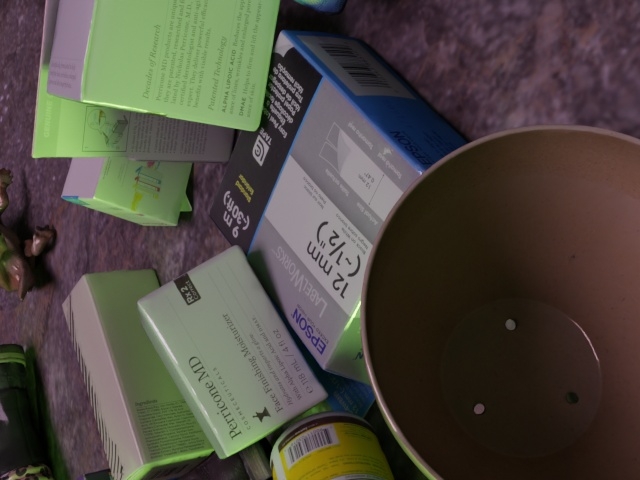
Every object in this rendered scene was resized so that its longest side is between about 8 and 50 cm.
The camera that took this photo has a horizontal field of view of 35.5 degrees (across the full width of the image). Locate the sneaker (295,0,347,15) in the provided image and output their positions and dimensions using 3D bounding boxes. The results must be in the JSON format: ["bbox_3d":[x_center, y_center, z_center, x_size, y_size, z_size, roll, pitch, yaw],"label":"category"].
[{"bbox_3d":[0.079,-0.339,0.914,0.330,0.147,0.130,-40,35,25],"label":"sneaker"}]

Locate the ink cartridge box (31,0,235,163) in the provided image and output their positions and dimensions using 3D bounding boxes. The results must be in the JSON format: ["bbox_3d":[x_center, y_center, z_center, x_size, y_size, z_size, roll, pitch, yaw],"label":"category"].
[{"bbox_3d":[-0.202,-0.239,1.132,0.066,0.261,0.296,27,112,47],"label":"ink cartridge box"}]

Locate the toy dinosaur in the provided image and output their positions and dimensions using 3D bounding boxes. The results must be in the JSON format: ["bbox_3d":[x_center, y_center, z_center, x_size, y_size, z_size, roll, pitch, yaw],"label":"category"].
[{"bbox_3d":[-0.543,0.022,1.672,0.295,0.127,0.200,44,132,24],"label":"toy dinosaur"}]

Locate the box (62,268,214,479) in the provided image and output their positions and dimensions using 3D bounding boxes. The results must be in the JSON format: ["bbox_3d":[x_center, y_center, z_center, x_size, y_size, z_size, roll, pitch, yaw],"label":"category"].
[{"bbox_3d":[-0.246,0.179,1.330,0.094,0.113,0.275,-45,58,43],"label":"box"}]

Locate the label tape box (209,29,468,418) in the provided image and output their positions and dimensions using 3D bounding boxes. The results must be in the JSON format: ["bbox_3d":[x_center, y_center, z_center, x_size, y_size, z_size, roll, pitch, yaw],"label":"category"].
[{"bbox_3d":[0.000,0.000,1.024,0.249,0.115,0.348,50,126,36],"label":"label tape box"}]

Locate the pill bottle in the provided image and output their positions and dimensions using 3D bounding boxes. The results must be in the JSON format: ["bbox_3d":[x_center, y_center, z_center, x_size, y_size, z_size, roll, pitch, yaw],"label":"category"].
[{"bbox_3d":[0.027,0.274,0.958,0.215,0.117,0.117,-112,39,-53],"label":"pill bottle"}]

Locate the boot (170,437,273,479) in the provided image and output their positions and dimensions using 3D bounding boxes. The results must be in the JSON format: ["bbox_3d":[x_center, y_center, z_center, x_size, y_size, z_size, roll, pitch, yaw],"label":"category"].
[{"bbox_3d":[-0.127,0.356,1.123,0.229,0.091,0.263,-29,53,3],"label":"boot"}]

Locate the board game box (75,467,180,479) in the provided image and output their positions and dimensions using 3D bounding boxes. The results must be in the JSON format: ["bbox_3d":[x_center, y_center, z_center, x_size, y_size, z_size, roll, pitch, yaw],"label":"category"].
[{"bbox_3d":[-0.288,0.349,1.366,0.170,0.141,0.048,-39,64,43],"label":"board game box"}]

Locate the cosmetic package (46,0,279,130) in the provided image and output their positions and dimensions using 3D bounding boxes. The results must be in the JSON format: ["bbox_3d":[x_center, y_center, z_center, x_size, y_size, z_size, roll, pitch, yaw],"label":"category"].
[{"bbox_3d":[-0.160,-0.202,1.003,0.151,0.183,0.152,21,103,61],"label":"cosmetic package"}]

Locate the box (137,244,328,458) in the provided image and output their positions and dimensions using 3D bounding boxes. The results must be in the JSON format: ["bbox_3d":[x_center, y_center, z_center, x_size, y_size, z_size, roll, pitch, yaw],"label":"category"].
[{"bbox_3d":[-0.097,0.124,1.055,0.181,0.119,0.182,58,167,7],"label":"box"}]

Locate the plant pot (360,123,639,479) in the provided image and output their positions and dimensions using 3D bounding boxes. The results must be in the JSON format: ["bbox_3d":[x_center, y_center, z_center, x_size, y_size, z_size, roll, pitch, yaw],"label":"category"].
[{"bbox_3d":[0.167,0.084,0.747,0.191,0.284,0.284,91,160,-69],"label":"plant pot"}]

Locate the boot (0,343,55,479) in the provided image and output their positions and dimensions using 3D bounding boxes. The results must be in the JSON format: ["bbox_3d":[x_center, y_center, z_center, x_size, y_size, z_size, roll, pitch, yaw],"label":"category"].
[{"bbox_3d":[-0.575,0.384,1.722,0.377,0.138,0.284,-46,58,35],"label":"boot"}]

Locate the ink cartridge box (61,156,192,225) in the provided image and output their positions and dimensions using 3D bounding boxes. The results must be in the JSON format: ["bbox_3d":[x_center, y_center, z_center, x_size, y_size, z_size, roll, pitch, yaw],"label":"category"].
[{"bbox_3d":[-0.241,-0.075,1.294,0.092,0.143,0.090,3,77,50],"label":"ink cartridge box"}]
